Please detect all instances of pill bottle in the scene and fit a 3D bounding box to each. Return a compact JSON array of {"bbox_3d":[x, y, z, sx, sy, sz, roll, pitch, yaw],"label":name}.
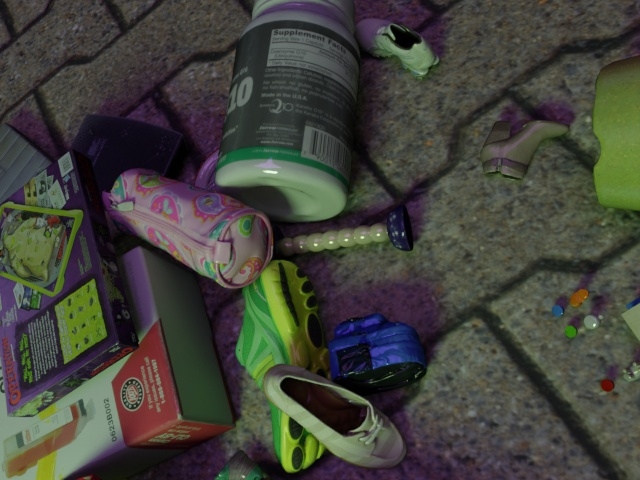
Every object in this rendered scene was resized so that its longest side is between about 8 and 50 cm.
[{"bbox_3d":[-0.042,-0.227,0.874,0.204,0.204,0.361,-1,70,21],"label":"pill bottle"}]

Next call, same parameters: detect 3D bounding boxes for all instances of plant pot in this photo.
[{"bbox_3d":[0.462,-0.129,0.632,0.253,0.276,0.276,3,72,34],"label":"plant pot"}]

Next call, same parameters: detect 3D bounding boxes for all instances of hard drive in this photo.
[{"bbox_3d":[-0.382,-0.149,1.060,0.254,0.054,0.172,15,78,25],"label":"hard drive"}]

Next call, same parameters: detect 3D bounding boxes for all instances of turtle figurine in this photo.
[{"bbox_3d":[-0.034,0.376,0.708,0.234,0.118,0.175,34,128,17],"label":"turtle figurine"}]

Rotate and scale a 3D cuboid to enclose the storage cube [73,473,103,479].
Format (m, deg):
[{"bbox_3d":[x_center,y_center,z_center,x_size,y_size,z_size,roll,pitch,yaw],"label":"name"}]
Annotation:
[{"bbox_3d":[-0.291,0.435,0.677,0.215,0.193,0.184,-33,24,34],"label":"storage cube"}]

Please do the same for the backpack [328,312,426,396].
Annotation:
[{"bbox_3d":[0.080,0.152,0.750,0.120,0.098,0.101,-15,63,17],"label":"backpack"}]

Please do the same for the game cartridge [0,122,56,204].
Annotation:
[{"bbox_3d":[-0.700,-0.055,1.149,0.230,0.068,0.355,34,86,31],"label":"game cartridge"}]

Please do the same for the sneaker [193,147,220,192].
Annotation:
[{"bbox_3d":[-0.170,-0.060,0.938,0.092,0.088,0.225,24,91,23],"label":"sneaker"}]

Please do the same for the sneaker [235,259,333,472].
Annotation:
[{"bbox_3d":[-0.052,0.180,0.804,0.123,0.109,0.296,-27,65,43],"label":"sneaker"}]

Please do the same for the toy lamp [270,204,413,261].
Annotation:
[{"bbox_3d":[0.000,0.000,0.847,0.274,0.080,0.080,-11,68,17],"label":"toy lamp"}]

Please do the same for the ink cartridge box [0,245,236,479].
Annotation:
[{"bbox_3d":[-0.362,0.230,0.856,0.384,0.160,0.279,-28,63,10],"label":"ink cartridge box"}]

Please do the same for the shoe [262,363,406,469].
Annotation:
[{"bbox_3d":[0.024,0.230,0.705,0.219,0.058,0.077,33,64,-10],"label":"shoe"}]

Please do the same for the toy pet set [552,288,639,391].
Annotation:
[{"bbox_3d":[0.380,0.107,0.685,0.114,0.065,0.122,-49,52,39],"label":"toy pet set"}]

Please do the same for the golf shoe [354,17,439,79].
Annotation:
[{"bbox_3d":[0.121,-0.345,0.920,0.176,0.086,0.069,36,89,29],"label":"golf shoe"}]

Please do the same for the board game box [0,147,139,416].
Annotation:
[{"bbox_3d":[-0.395,0.052,0.811,0.208,0.056,0.347,-30,62,9],"label":"board game box"}]

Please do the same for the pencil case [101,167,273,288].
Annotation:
[{"bbox_3d":[-0.202,-0.026,0.813,0.284,0.124,0.124,22,80,34],"label":"pencil case"}]

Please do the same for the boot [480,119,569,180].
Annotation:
[{"bbox_3d":[0.296,-0.130,0.804,0.118,0.042,0.087,6,80,24],"label":"boot"}]
